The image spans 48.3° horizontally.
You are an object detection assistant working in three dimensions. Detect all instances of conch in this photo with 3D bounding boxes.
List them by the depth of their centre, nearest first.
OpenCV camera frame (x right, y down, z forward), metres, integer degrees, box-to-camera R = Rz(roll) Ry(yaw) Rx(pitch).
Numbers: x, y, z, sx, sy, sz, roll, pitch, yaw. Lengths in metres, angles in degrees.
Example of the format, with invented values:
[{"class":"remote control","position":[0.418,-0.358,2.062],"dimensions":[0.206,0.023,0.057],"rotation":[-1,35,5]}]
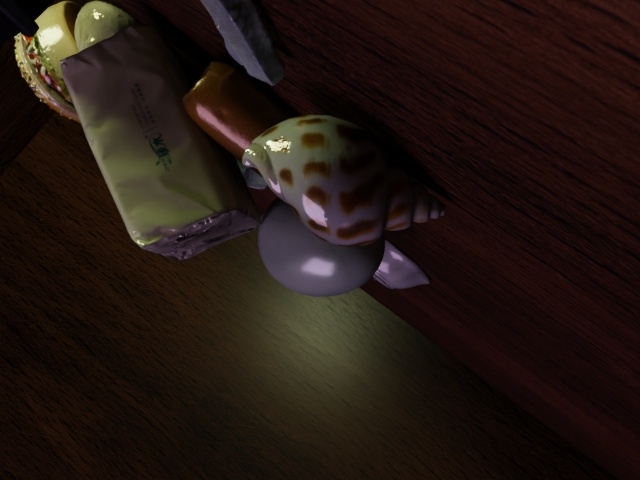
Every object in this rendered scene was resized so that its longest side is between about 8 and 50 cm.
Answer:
[{"class":"conch","position":[0.036,-0.082,0.992],"dimensions":[0.274,0.183,0.148],"rotation":[33,134,-18]}]

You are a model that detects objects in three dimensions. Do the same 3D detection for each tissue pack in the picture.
[{"class":"tissue pack","position":[-0.286,-0.168,1.336],"dimensions":[0.297,0.207,0.381],"rotation":[47,-162,-82]}]

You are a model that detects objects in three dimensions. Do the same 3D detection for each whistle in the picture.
[{"class":"whistle","position":[-0.241,-0.204,2.005],"dimensions":[0.223,0.123,0.123],"rotation":[21,173,5]}]

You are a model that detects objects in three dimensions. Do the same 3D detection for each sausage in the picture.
[{"class":"sausage","position":[-0.072,-0.158,1.224],"dimensions":[0.354,0.116,0.134],"rotation":[38,148,-17]}]

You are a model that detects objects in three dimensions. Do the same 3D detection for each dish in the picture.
[{"class":"dish","position":[0.150,0.059,1.713],"dimensions":[0.229,0.081,0.229],"rotation":[37,174,5]}]

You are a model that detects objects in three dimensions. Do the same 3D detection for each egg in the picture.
[{"class":"egg","position":[0.000,0.000,1.440],"dimensions":[0.230,0.230,0.371],"rotation":[40,170,-20]}]

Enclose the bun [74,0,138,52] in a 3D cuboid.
[{"class":"bun","position":[-0.424,-0.392,1.493],"dimensions":[0.231,0.133,0.231],"rotation":[36,172,5]}]

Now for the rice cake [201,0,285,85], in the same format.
[{"class":"rice cake","position":[-0.119,-0.286,0.831],"dimensions":[0.081,0.051,0.290],"rotation":[25,167,29]}]

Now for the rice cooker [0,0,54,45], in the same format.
[{"class":"rice cooker","position":[-0.556,-0.476,1.184],"dimensions":[0.267,0.224,0.267],"rotation":[36,173,5]}]

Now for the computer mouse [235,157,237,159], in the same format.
[{"class":"computer mouse","position":[-0.288,-0.261,1.642],"dimensions":[0.184,0.121,0.297],"rotation":[21,174,26]}]

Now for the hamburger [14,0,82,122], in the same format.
[{"class":"hamburger","position":[-0.572,-0.408,1.658],"dimensions":[0.300,0.176,0.300],"rotation":[52,-164,-21]}]
